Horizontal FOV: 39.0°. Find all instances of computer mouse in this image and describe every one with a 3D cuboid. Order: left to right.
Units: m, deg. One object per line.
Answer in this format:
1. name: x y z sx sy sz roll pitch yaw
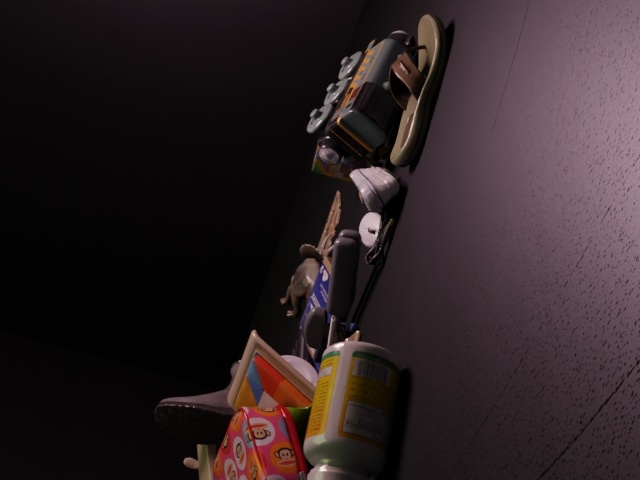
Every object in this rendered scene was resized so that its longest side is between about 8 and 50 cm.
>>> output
1. computer mouse: 0.100 -0.016 1.731 0.193 0.042 0.106 -123 49 -81

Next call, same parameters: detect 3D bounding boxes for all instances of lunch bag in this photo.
1. lunch bag: -0.117 0.493 1.767 0.258 0.120 0.293 -112 33 -42

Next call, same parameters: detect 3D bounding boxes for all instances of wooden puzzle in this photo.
1. wooden puzzle: -0.097 0.334 1.853 0.044 0.238 0.221 -22 -35 -43
2. wooden puzzle: 0.056 0.208 1.679 0.078 0.014 0.116 144 142 -72

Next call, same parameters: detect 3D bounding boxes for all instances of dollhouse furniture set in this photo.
1. dollhouse furniture set: 0.127 -0.120 1.906 0.081 0.091 0.114 45 155 37

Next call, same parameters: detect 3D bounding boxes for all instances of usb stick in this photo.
1. usb stick: -0.043 0.277 2.157 0.278 0.045 0.077 -88 23 -64

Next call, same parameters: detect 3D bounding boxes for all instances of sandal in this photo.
1. sandal: 0.166 -0.285 1.665 0.120 0.086 0.303 132 154 -74

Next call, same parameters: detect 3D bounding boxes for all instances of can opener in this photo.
1. can opener: 0.024 0.110 1.749 0.074 0.093 0.280 -63 -14 -61

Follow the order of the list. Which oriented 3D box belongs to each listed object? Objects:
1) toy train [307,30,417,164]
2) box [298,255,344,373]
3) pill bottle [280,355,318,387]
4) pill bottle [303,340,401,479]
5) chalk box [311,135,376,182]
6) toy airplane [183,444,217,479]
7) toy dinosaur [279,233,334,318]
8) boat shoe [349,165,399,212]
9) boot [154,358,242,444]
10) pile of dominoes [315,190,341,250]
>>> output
1. toy train: 0.101 -0.302 1.898 0.190 0.142 0.334 -25 30 50
2. box: 0.006 0.164 1.938 0.136 0.036 0.225 -120 44 -57
3. pill bottle: -0.089 0.368 1.981 0.124 0.124 0.221 -82 11 -52
4. pill bottle: 0.041 0.256 1.249 0.117 0.117 0.208 118 166 -58
5. chalk box: 0.068 -0.247 2.094 0.213 0.132 0.132 110 175 -63
6. toy airplane: -0.252 0.699 2.123 0.384 0.272 0.386 37 105 42
7. toy dinosaur: -0.026 0.107 2.129 0.313 0.121 0.160 -82 5 -66
8. boat shoe: 0.112 -0.102 1.743 0.075 0.083 0.226 -29 15 3
9. boot: -0.220 0.378 2.190 0.223 0.338 0.118 -90 6 -58
10. pile of dominoes: 0.000 0.000 2.490 0.196 0.040 0.251 -92 19 -69
